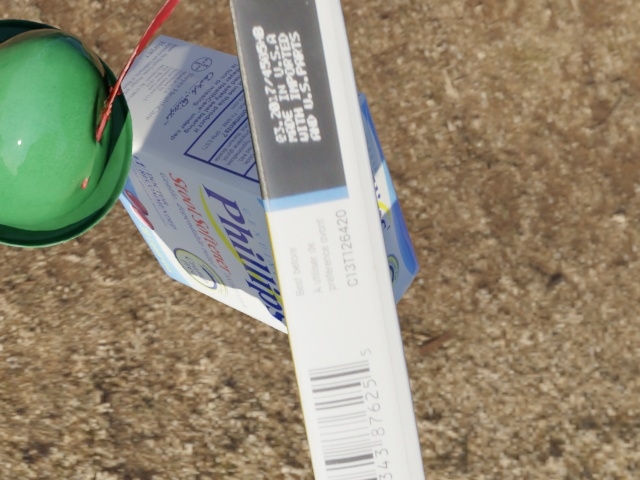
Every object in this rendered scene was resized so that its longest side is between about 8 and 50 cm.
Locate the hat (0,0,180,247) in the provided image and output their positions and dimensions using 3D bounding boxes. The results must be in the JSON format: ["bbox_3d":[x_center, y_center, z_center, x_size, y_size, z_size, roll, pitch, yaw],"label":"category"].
[{"bbox_3d":[-0.179,-0.112,0.712,0.173,0.183,0.209,14,73,-30],"label":"hat"}]

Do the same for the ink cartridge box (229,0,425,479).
[{"bbox_3d":[0.000,0.000,0.664,0.072,0.307,0.304,-12,96,-3],"label":"ink cartridge box"}]

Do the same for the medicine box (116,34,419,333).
[{"bbox_3d":[-0.070,-0.046,1.063,0.149,0.289,0.263,-50,142,-23],"label":"medicine box"}]

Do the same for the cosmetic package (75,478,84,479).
[{"bbox_3d":[-0.339,0.473,1.429,0.138,0.224,0.225,13,82,2],"label":"cosmetic package"}]
